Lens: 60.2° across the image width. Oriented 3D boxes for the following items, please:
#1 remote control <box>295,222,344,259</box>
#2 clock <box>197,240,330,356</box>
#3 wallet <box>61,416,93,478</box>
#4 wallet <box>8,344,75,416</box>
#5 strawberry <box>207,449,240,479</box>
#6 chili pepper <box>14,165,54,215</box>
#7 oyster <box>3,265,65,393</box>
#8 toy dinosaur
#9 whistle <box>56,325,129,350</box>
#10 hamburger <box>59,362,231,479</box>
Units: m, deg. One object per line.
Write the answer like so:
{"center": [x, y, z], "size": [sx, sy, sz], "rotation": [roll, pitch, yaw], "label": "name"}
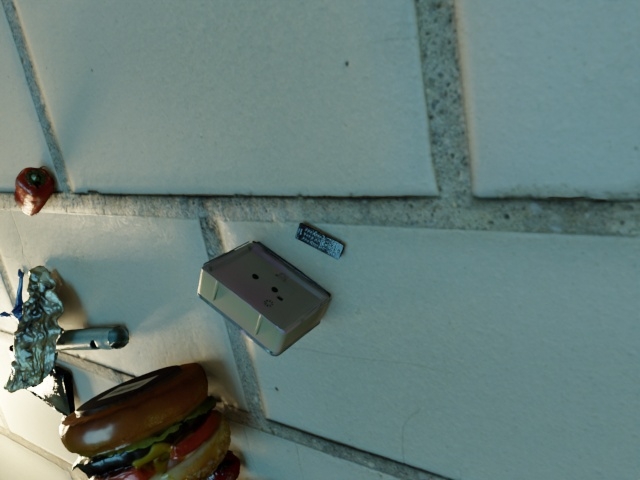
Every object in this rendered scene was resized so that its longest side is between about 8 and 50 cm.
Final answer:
{"center": [0.000, 0.000, 0.928], "size": [0.091, 0.016, 0.034], "rotation": [28, 108, 24], "label": "remote control"}
{"center": [-0.100, 0.095, 0.959], "size": [0.192, 0.147, 0.071], "rotation": [34, 126, 20], "label": "clock"}
{"center": [-0.740, 0.663, 1.766], "size": [0.149, 0.044, 0.250], "rotation": [-5, 106, 35], "label": "wallet"}
{"center": [-0.895, 0.451, 1.785], "size": [0.318, 0.045, 0.172], "rotation": [11, 113, 34], "label": "wallet"}
{"center": [-0.235, 0.546, 1.298], "size": [0.106, 0.106, 0.106], "rotation": [16, 119, 31], "label": "strawberry"}
{"center": [-0.700, -0.136, 1.352], "size": [0.086, 0.084, 0.192], "rotation": [34, 138, -21], "label": "chili pepper"}
{"center": [-0.784, 0.253, 1.516], "size": [0.238, 0.115, 0.351], "rotation": [15, 88, 56], "label": "oyster"}
{"center": [-0.889, 0.256, 1.676], "size": [0.144, 0.076, 0.329], "rotation": [-21, 86, 34], "label": "toy dinosaur"}
{"center": [-0.624, 0.266, 1.487], "size": [0.312, 0.062, 0.062], "rotation": [-10, 104, 40], "label": "whistle"}
{"center": [-0.362, 0.427, 1.191], "size": [0.330, 0.330, 0.250], "rotation": [-19, 91, 41], "label": "hamburger"}
